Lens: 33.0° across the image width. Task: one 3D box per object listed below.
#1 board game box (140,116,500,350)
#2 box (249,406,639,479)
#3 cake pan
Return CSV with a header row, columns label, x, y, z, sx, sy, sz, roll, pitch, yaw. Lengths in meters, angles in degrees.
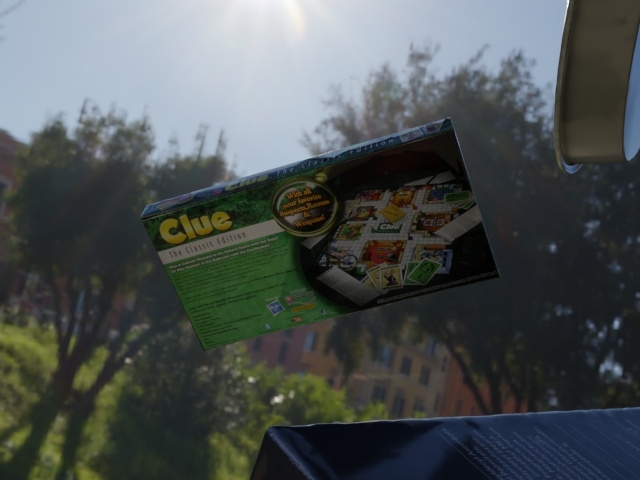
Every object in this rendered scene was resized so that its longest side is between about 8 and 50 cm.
label,x,y,z,sx,sy,sz,roll,pitch,yaw
board game box,0.000,0.000,0.865,0.259,0.030,0.136,-14,-62,14
box,0.128,0.295,0.728,0.395,0.294,0.212,5,22,-39
cake pan,0.266,-0.195,0.922,0.054,0.293,0.293,15,-13,22
